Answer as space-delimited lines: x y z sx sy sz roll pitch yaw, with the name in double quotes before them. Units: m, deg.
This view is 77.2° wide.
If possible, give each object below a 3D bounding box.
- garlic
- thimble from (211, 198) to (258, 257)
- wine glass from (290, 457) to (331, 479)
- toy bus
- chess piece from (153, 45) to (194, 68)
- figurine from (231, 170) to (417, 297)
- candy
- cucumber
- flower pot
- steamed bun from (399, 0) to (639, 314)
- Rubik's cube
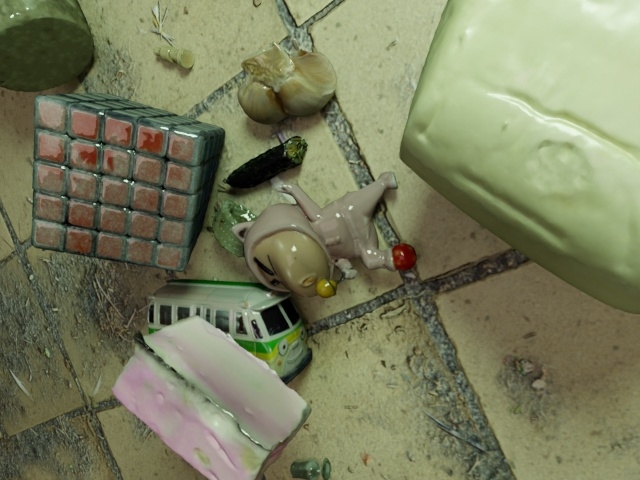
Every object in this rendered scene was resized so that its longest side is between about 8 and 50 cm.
"garlic" -0.062 -0.262 0.678 0.175 0.099 0.124 -14 112 30
"thimble" -0.158 -0.024 0.760 0.110 0.084 0.062 44 113 16
"wine glass" -0.021 0.461 0.810 0.083 0.039 0.042 -16 94 30
"toy bus" -0.179 0.167 0.773 0.306 0.143 0.178 1 98 26
"chess piece" -0.296 -0.368 0.795 0.092 0.035 0.035 23 108 24
"figurine" 0.000 0.000 0.650 0.288 0.186 0.176 -12 122 10
"candy" -0.160 0.236 0.608 0.265 0.155 0.115 32 103 15
"cucumber" -0.104 -0.137 0.737 0.182 0.053 0.053 -18 91 28
"flower pot" -0.646 -0.498 0.808 0.294 0.294 0.330 -35 91 26
"steamed bun" 0.319 -0.196 0.402 0.371 0.290 0.455 42 111 19
"Rubik's cube" -0.315 -0.110 0.696 0.239 0.237 0.237 13 109 -12
